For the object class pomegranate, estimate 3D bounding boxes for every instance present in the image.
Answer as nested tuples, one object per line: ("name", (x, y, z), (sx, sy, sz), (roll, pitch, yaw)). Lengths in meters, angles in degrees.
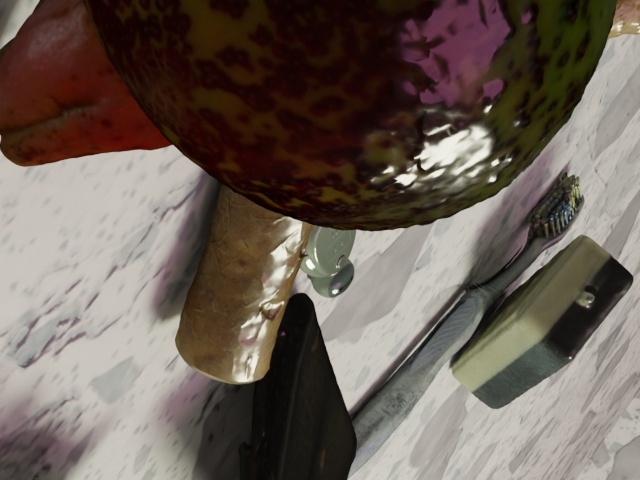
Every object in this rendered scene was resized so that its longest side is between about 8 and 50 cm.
("pomegranate", (-0.022, -0.092, 0.571), (0.248, 0.214, 0.214), (-25, 169, 17))

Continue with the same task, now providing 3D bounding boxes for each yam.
("yam", (-0.013, -0.045, 0.841), (0.066, 0.066, 0.300), (-32, 150, -51))

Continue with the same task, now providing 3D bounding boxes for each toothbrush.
("toothbrush", (0.108, 0.085, 1.413), (0.413, 0.035, 0.042), (-47, 139, -26))

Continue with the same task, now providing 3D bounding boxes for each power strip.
("power strip", (0.000, 0.000, 1.015), (0.055, 0.035, 0.083), (-45, 146, -29))
("power strip", (0.194, 0.075, 1.468), (0.105, 0.070, 0.257), (-50, 178, -18))

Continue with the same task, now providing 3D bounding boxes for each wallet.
("wallet", (-0.019, 0.168, 1.159), (0.321, 0.044, 0.170), (74, 27, -66))

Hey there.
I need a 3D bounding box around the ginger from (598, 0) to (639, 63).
("ginger", (0.179, -0.144, 1.137), (0.089, 0.075, 0.288), (35, 91, -31))
